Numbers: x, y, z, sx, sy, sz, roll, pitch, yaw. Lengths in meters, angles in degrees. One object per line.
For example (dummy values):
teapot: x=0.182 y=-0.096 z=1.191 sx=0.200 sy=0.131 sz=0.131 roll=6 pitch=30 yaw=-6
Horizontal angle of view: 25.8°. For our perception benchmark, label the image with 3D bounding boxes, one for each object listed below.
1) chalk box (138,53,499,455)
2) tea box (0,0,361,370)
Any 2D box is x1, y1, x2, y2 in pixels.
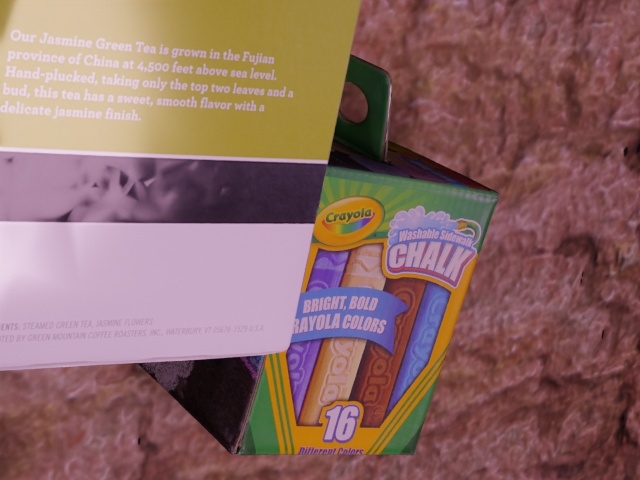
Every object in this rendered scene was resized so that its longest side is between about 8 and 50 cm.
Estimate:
chalk box: x=0.000 y=0.000 z=1.082 sx=0.179 sy=0.180 sz=0.288 roll=8 pitch=106 yaw=-38
tea box: x=-0.158 y=-0.137 z=0.806 sx=0.220 sy=0.329 sz=0.323 roll=1 pitch=108 yaw=-36
